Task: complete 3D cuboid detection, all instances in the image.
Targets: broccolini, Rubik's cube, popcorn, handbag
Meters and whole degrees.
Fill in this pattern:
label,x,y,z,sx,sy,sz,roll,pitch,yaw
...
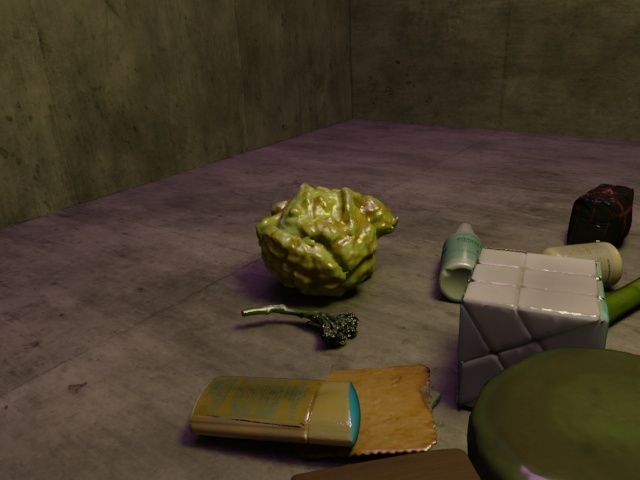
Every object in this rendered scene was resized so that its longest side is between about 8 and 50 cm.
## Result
label,x,y,z,sx,sy,sz,roll,pitch,yaw
broccolini,-0.050,0.186,1.199,0.272,0.062,0.123,5,9,6
Rubik's cube,0.375,0.166,0.978,0.222,0.230,0.225,6,23,22
popcorn,0.009,0.001,1.365,0.336,0.274,0.279,5,26,19
handbag,0.807,-0.067,1.558,0.155,0.169,0.215,18,30,39

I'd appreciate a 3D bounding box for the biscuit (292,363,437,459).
label,x,y,z,sx,sy,sz,roll,pitch,yaw
biscuit,0.079,0.293,0.955,0.237,0.013,0.232,-7,21,10

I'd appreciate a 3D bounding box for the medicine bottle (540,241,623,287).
label,x,y,z,sx,sy,sz,roll,pitch,yaw
medicine bottle,0.594,0.069,1.330,0.253,0.114,0.114,-5,23,-5

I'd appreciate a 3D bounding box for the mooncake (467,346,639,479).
label,x,y,z,sx,sy,sz,roll,pitch,yaw
mooncake,0.367,0.305,0.698,0.357,0.194,0.356,-6,23,3

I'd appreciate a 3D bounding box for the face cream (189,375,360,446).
label,x,y,z,sx,sy,sz,roll,pitch,yaw
face cream,-0.068,0.286,0.925,0.285,0.067,0.139,-2,23,17

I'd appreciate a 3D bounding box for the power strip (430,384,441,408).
label,x,y,z,sx,sy,sz,roll,pitch,yaw
power strip,0.171,0.295,0.964,0.051,0.019,0.136,11,26,36

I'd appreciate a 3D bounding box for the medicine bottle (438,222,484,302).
label,x,y,z,sx,sy,sz,roll,pitch,yaw
medicine bottle,0.378,0.036,1.440,0.110,0.110,0.352,3,24,15

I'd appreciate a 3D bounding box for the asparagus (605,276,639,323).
label,x,y,z,sx,sy,sz,roll,pitch,yaw
asparagus,0.673,0.141,1.224,0.278,0.060,0.067,-16,7,-28

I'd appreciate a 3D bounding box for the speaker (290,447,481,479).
label,x,y,z,sx,sy,sz,roll,pitch,yaw
speaker,0.084,0.369,0.627,0.231,0.153,0.192,-6,24,-6
